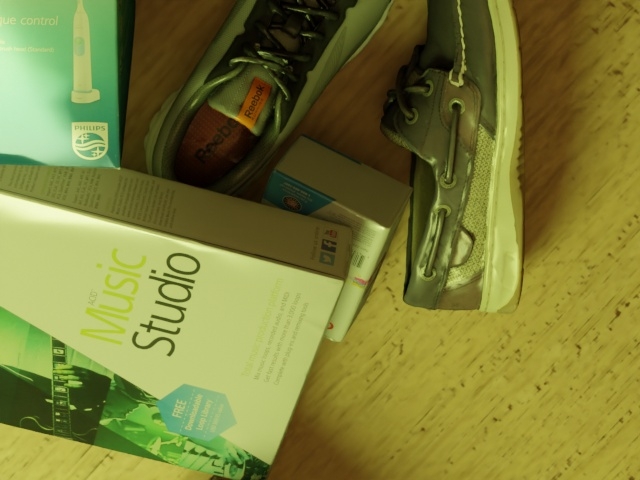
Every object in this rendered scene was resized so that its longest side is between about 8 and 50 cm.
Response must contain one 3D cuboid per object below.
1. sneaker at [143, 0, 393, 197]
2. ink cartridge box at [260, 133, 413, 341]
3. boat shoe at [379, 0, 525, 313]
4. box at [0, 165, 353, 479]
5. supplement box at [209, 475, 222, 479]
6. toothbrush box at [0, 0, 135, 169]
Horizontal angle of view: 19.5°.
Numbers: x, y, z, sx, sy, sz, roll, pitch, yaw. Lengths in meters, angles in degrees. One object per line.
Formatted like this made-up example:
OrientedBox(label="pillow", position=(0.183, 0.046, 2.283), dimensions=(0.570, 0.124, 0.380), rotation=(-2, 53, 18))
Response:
OrientedBox(label="sneaker", position=(-0.025, -0.128, 1.253), dimensions=(0.100, 0.108, 0.271), rotation=(31, 100, -9))
OrientedBox(label="ink cartridge box", position=(0.000, 0.000, 1.282), dimensions=(0.089, 0.052, 0.122), rotation=(27, 133, 6))
OrientedBox(label="boat shoe", position=(0.087, -0.080, 1.275), dimensions=(0.092, 0.103, 0.285), rotation=(-7, 112, -6))
OrientedBox(label="box", position=(-0.162, 0.046, 1.268), dimensions=(0.322, 0.058, 0.232), rotation=(15, 134, -5))
OrientedBox(label="supplement box", position=(-0.018, 0.295, 1.357), dimensions=(0.073, 0.130, 0.239), rotation=(-42, 104, 8))
OrientedBox(label="toothbrush box", position=(-0.176, -0.222, 1.122), dimensions=(0.126, 0.216, 0.295), rotation=(2, 125, -4))
